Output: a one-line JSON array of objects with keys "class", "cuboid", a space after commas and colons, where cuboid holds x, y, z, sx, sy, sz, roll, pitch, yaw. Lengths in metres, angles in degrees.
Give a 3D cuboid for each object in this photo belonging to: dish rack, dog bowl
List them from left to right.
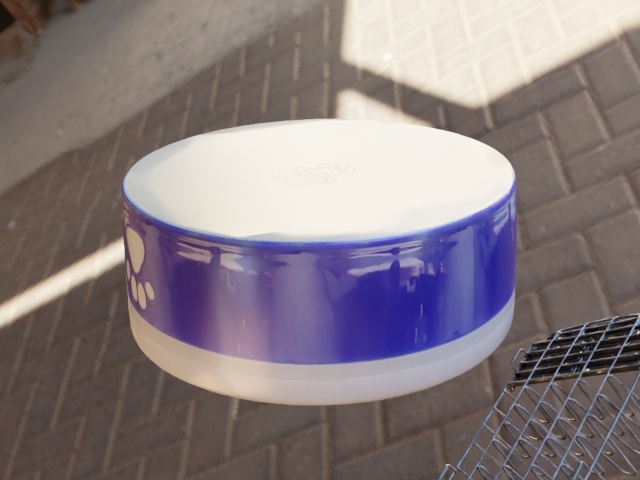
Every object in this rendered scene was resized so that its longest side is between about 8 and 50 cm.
[{"class": "dog bowl", "cuboid": [0.000, 0.000, 0.671, 0.265, 0.104, 0.265, -1, 23, 0]}, {"class": "dish rack", "cuboid": [0.215, 0.184, 0.896, 0.271, 0.074, 0.208, -52, 16, -29]}]
